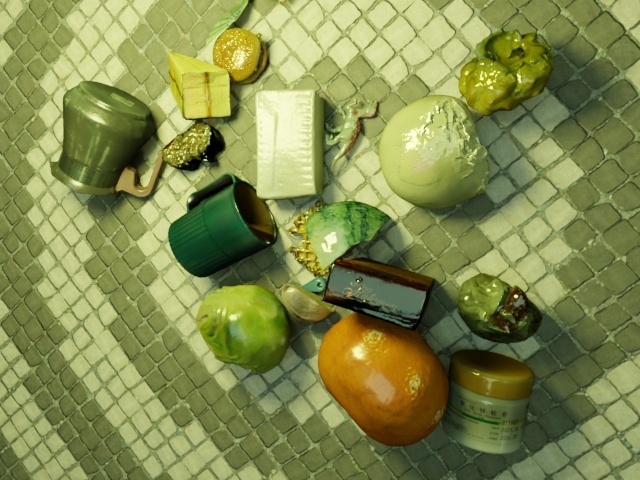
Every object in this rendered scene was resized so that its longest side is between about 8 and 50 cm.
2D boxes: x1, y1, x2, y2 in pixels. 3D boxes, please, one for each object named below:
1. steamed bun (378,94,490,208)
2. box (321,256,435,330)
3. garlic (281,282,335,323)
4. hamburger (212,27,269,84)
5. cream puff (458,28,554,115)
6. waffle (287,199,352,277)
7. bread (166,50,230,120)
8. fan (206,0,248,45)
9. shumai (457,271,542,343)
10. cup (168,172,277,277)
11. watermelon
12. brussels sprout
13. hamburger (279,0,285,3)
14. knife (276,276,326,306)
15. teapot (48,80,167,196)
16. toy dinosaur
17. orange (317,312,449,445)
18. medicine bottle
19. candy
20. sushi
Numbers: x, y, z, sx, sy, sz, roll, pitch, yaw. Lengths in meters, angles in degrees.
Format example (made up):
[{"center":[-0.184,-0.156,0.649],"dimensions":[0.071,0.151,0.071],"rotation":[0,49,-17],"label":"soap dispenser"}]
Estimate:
[{"center":[0.326,-0.249,1.500],"dimensions":[0.312,0.233,0.333],"rotation":[-27,89,19],"label":"steamed bun"},{"center":[0.185,0.140,1.482],"dimensions":[0.264,0.415,0.115],"rotation":[18,96,14],"label":"box"},{"center":[-0.058,0.220,1.721],"dimensions":[0.196,0.087,0.101],"rotation":[31,109,-2],"label":"garlic"},{"center":[-0.281,-0.626,1.713],"dimensions":[0.191,0.118,0.181],"rotation":[26,97,18],"label":"hamburger"},{"center":[0.509,-0.485,1.420],"dimensions":[0.282,0.282,0.185],"rotation":[-28,114,16],"label":"cream puff"},{"center":[0.000,0.000,1.717],"dimensions":[0.228,0.051,0.231],"rotation":[-45,83,12],"label":"waffle"},{"center":[-0.420,-0.544,1.745],"dimensions":[0.264,0.163,0.167],"rotation":[-123,31,-43],"label":"bread"},{"center":[-0.314,-0.744,1.713],"dimensions":[0.240,0.009,0.131],"rotation":[-54,39,-9],"label":"fan"},{"center":[0.526,0.215,1.503],"dimensions":[0.256,0.218,0.189],"rotation":[31,93,11],"label":"shumai"},{"center":[-0.345,-0.057,1.713],"dimensions":[0.292,0.242,0.307],"rotation":[-28,89,18],"label":"cup"},{"center":[0.075,-0.024,1.589],"dimensions":[0.256,0.260,0.175],"rotation":[2,104,17],"label":"watermelon"},{"center":[-0.262,0.296,1.702],"dimensions":[0.344,0.268,0.344],"rotation":[4,100,22],"label":"brussels sprout"},{"center":[-0.150,-0.937,1.624],"dimensions":[0.290,0.170,0.314],"rotation":[-28,88,22],"label":"hamburger"},{"center":[-0.085,0.193,1.770],"dimensions":[0.244,0.032,0.058],"rotation":[-27,100,21],"label":"knife"},{"center":[-0.748,-0.330,1.807],"dimensions":[0.376,0.305,0.361],"rotation":[24,112,-17],"label":"teapot"},{"center":[0.091,-0.342,1.658],"dimensions":[0.167,0.053,0.242],"rotation":[7,88,8],"label":"toy dinosaur"},{"center":[0.193,0.397,1.516],"dimensions":[0.326,0.424,0.424],"rotation":[-42,82,-11],"label":"orange"},{"center":[0.494,0.473,1.515],"dimensions":[0.238,0.238,0.231],"rotation":[8,97,15],"label":"medicine bottle"},{"center":[-0.096,-0.310,1.670],"dimensions":[0.208,0.145,0.358],"rotation":[0,95,15],"label":"candy"},{"center":[-0.447,-0.316,1.784],"dimensions":[0.213,0.115,0.147],"rotation":[-26,87,15],"label":"sushi"}]
